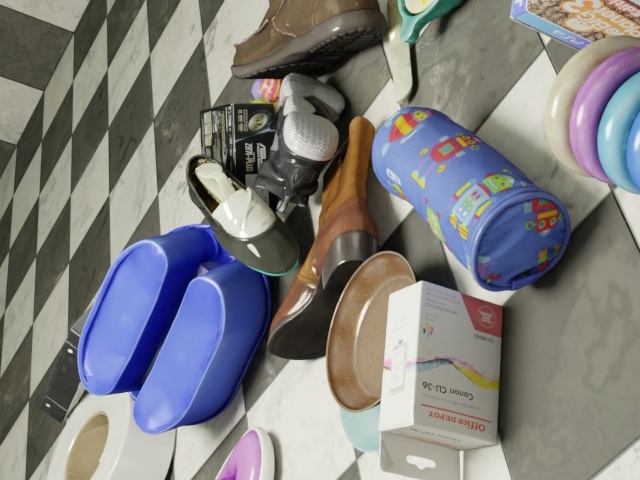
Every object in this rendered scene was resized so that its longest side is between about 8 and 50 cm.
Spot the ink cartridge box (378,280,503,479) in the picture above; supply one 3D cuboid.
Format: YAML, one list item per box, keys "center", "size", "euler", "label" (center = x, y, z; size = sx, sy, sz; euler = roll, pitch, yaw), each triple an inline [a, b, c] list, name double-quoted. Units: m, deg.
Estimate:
- center: [0.130, 0.156, 1.236]
  size: [0.067, 0.115, 0.198]
  euler: [-27, 52, 55]
  label: "ink cartridge box"

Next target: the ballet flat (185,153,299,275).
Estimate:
- center: [-0.133, -0.047, 1.738]
  size: [0.095, 0.096, 0.280]
  euler: [-34, 44, -16]
  label: "ballet flat"

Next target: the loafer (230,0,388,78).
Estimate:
- center: [-0.021, -0.330, 1.761]
  size: [0.366, 0.134, 0.130]
  euler: [-12, 84, 55]
  label: "loafer"

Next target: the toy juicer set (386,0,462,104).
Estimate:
- center: [0.142, -0.377, 1.572]
  size: [0.329, 0.089, 0.209]
  euler: [-58, 30, 28]
  label: "toy juicer set"

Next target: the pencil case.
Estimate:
- center: [0.161, -0.050, 1.298]
  size: [0.306, 0.119, 0.133]
  euler: [-128, 18, -59]
  label: "pencil case"

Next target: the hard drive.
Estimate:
- center: [-0.398, 0.177, 2.119]
  size: [0.237, 0.064, 0.339]
  euler: [-54, -2, -39]
  label: "hard drive"

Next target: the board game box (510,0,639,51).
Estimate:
- center: [0.341, -0.333, 1.104]
  size: [0.291, 0.141, 0.232]
  euler: [-16, 60, 59]
  label: "board game box"

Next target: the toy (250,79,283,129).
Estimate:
- center: [-0.083, -0.238, 1.955]
  size: [0.137, 0.056, 0.237]
  euler: [-64, 28, 13]
  label: "toy"

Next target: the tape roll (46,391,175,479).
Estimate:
- center: [-0.372, 0.387, 2.028]
  size: [0.286, 0.100, 0.286]
  euler: [-38, 36, 35]
  label: "tape roll"

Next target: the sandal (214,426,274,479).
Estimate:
- center: [-0.186, 0.451, 1.671]
  size: [0.416, 0.102, 0.169]
  euler: [-63, 28, 17]
  label: "sandal"

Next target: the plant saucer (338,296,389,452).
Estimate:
- center: [0.088, 0.165, 1.398]
  size: [0.195, 0.037, 0.195]
  euler: [-42, 39, 45]
  label: "plant saucer"

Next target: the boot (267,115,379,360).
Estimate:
- center: [0.000, 0.000, 1.615]
  size: [0.280, 0.096, 0.264]
  euler: [-90, 19, -44]
  label: "boot"

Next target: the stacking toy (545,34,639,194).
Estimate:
- center: [0.335, -0.069, 0.976]
  size: [0.141, 0.141, 0.330]
  euler: [-66, 31, 13]
  label: "stacking toy"

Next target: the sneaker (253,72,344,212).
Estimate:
- center: [-0.038, -0.146, 1.731]
  size: [0.268, 0.101, 0.153]
  euler: [-87, 21, -61]
  label: "sneaker"

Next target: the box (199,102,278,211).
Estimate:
- center: [-0.137, -0.133, 1.914]
  size: [0.147, 0.078, 0.180]
  euler: [0, 92, 62]
  label: "box"

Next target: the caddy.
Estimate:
- center: [-0.222, 0.138, 1.803]
  size: [0.241, 0.179, 0.341]
  euler: [33, 107, 20]
  label: "caddy"

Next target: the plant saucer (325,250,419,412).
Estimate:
- center: [0.072, 0.112, 1.379]
  size: [0.198, 0.036, 0.198]
  euler: [-39, 42, 47]
  label: "plant saucer"
